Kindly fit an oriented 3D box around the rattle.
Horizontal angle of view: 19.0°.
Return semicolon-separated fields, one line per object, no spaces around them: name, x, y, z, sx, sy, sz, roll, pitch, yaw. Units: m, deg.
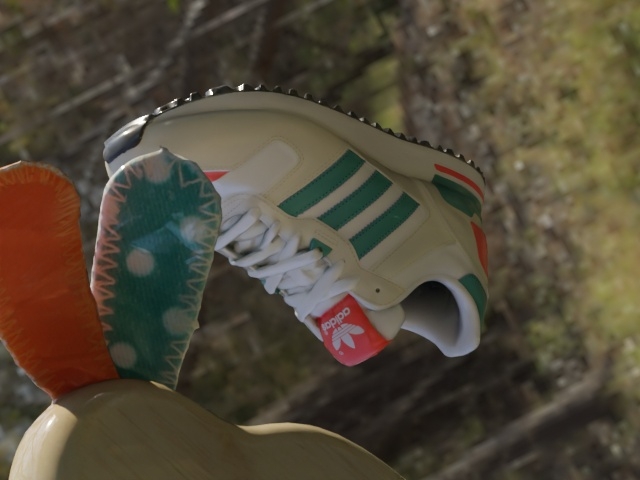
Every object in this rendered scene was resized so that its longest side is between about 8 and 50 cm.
rattle;-0.046;0.090;0.473;0.200;0.130;0.143;50;149;-3

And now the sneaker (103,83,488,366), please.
sneaker;0.000;0.000;0.648;0.161;0.057;0.075;14;-121;-41
